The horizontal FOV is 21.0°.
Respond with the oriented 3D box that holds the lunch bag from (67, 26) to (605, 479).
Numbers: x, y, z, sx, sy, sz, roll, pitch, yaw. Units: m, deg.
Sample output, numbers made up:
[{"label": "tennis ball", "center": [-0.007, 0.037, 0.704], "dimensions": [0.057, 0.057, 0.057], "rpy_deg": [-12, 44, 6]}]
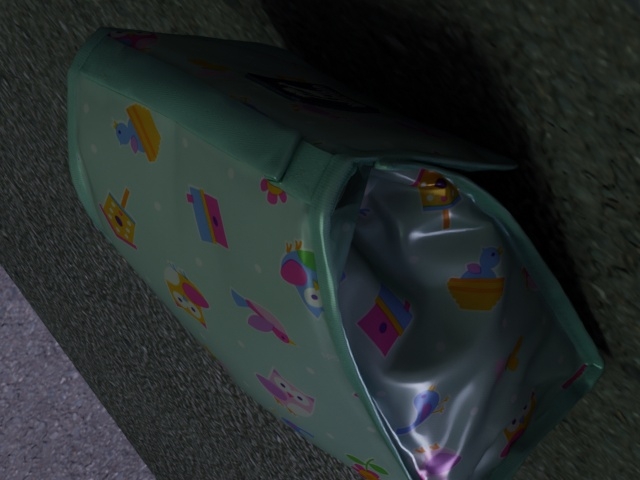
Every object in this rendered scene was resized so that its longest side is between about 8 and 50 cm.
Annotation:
[{"label": "lunch bag", "center": [0.000, 0.000, 0.904], "dimensions": [0.223, 0.160, 0.262], "rpy_deg": [31, 164, 43]}]
